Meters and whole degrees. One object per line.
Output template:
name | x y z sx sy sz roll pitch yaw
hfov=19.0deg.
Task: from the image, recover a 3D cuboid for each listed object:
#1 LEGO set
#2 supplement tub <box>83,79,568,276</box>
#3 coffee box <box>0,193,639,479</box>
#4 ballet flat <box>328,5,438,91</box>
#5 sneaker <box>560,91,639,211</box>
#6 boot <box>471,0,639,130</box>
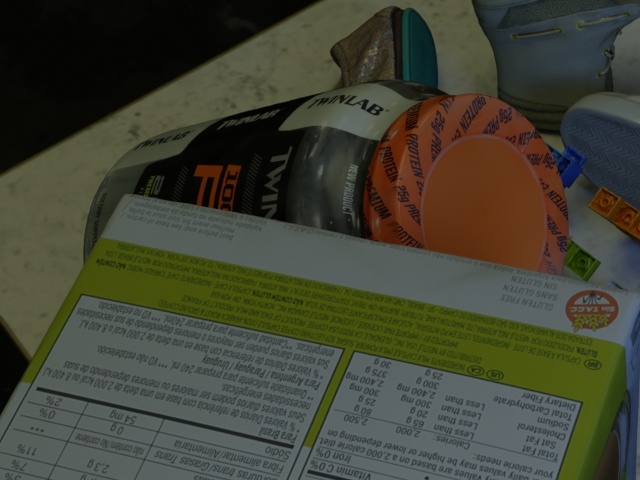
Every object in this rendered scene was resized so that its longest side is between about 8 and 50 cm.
LEGO set | 0.215 -0.009 1.518 0.227 0.093 0.087 39 96 30
supplement tub | 0.000 0.000 1.371 0.338 0.207 0.207 -10 37 49
coffee box | -0.007 0.224 1.175 0.338 0.338 0.334 11 52 18
ballet flat | 0.047 -0.066 1.596 0.106 0.107 0.316 -20 40 20
sneaker | 0.353 -0.078 1.539 0.292 0.108 0.169 25 55 17
boot | 0.239 -0.172 1.592 0.213 0.165 0.077 -6 42 14
